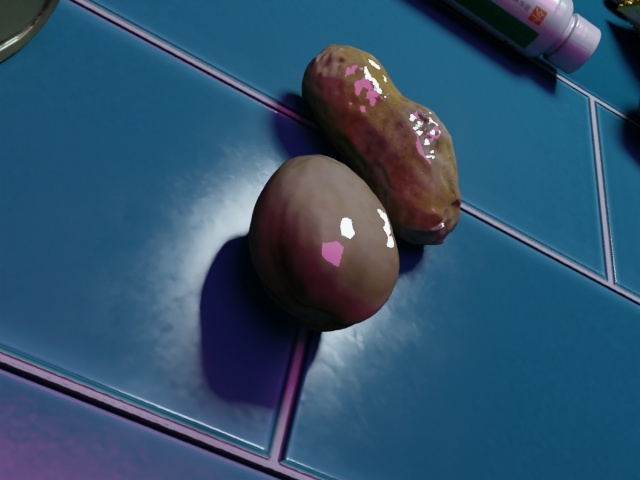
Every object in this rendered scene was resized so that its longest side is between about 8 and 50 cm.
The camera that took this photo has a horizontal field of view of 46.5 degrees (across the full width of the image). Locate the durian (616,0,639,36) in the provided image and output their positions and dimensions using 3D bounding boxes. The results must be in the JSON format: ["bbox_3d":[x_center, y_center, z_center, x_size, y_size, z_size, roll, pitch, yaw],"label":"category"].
[{"bbox_3d":[0.590,-0.306,1.124,0.137,0.183,0.250,-26,77,-16],"label":"durian"}]

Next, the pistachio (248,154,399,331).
[{"bbox_3d":[0.000,0.000,0.562,0.113,0.113,0.149,11,54,-27],"label":"pistachio"}]

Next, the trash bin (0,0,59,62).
[{"bbox_3d":[-0.335,-0.206,0.490,0.247,0.121,0.243,40,45,-5],"label":"trash bin"}]

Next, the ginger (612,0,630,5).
[{"bbox_3d":[0.569,-0.420,1.259,0.205,0.081,0.115,10,40,-19],"label":"ginger"}]

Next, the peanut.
[{"bbox_3d":[0.059,-0.092,0.687,0.099,0.099,0.214,-22,67,-41],"label":"peanut"}]

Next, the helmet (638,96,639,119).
[{"bbox_3d":[0.506,-0.182,1.017,0.153,0.107,0.177,47,60,5],"label":"helmet"}]

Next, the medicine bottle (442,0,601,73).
[{"bbox_3d":[0.234,-0.310,0.950,0.260,0.095,0.095,32,46,-11],"label":"medicine bottle"}]
